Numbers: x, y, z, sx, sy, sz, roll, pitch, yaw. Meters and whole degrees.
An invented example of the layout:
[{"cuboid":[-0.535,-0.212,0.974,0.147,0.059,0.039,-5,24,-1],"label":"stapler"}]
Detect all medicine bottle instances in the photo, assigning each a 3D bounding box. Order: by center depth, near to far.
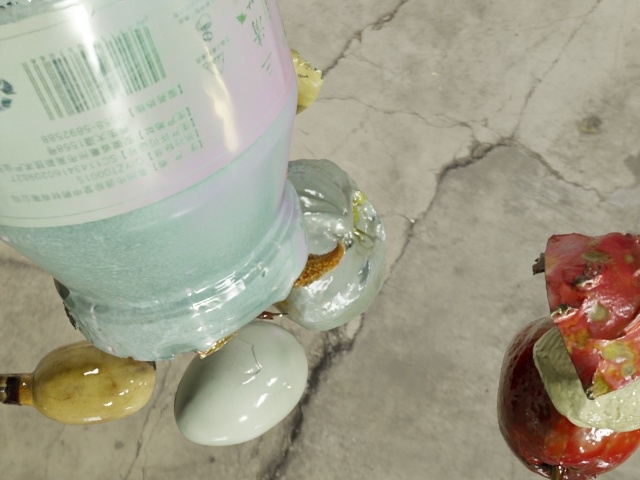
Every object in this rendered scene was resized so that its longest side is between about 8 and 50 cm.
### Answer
[{"cuboid":[-0.134,-0.085,0.548,0.245,0.245,0.290,-22,133,-8],"label":"medicine bottle"}]

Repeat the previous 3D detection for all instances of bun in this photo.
[{"cuboid":[0.420,0.193,1.173,0.221,0.220,0.134,-13,105,-10],"label":"bun"},{"cuboid":[0.000,0.000,1.585,0.211,0.362,0.361,-14,111,34],"label":"bun"}]

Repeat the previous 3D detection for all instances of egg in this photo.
[{"cuboid":[-0.112,0.202,1.150,0.209,0.151,0.151,-36,110,-28],"label":"egg"}]

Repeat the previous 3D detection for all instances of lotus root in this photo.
[{"cuboid":[-0.483,0.282,1.622,0.310,0.183,0.182,-6,104,-18],"label":"lotus root"}]

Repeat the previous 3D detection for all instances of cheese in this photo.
[{"cuboid":[-0.142,-0.310,1.667,0.316,0.259,0.128,-11,84,28],"label":"cheese"}]

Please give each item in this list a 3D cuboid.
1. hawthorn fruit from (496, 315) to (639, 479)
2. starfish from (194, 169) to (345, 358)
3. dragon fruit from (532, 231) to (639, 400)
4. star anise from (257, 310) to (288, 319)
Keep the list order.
[{"cuboid":[0.449,0.303,1.444,0.285,0.285,0.368,34,60,-18],"label":"hawthorn fruit"},{"cuboid":[-0.079,0.008,0.831,0.043,0.241,0.227,11,80,-57],"label":"starfish"},{"cuboid":[0.347,0.053,0.970,0.126,0.274,0.161,-35,95,33],"label":"dragon fruit"},{"cuboid":[-0.153,0.118,1.375,0.140,0.158,0.144,-33,107,12],"label":"star anise"}]
